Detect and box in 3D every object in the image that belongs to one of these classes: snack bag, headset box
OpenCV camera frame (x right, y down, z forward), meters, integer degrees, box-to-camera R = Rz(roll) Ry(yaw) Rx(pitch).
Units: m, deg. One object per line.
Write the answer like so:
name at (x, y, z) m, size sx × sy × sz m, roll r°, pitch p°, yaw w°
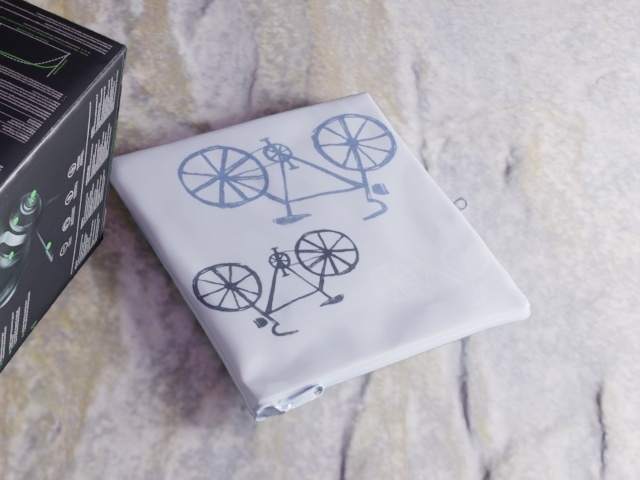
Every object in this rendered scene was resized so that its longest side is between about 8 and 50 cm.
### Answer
snack bag at (0.000, 0.000, 1.273) m, size 0.323 × 0.037 × 0.342 m, roll -18°, pitch 54°, yaw -27°
headset box at (-0.289, -0.018, 1.068) m, size 0.131 × 0.246 × 0.283 m, roll 24°, pitch 48°, yaw 7°
